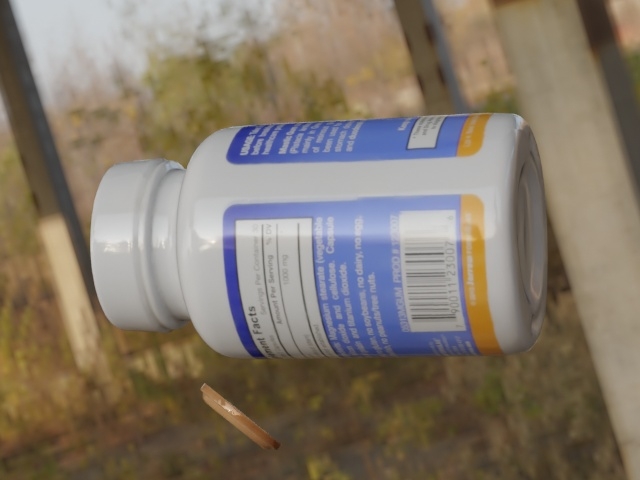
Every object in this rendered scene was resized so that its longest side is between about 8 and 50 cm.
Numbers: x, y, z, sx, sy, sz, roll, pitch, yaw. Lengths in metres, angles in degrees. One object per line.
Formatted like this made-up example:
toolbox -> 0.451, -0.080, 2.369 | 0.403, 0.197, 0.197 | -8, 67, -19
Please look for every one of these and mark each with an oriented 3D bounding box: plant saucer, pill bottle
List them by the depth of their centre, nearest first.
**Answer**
pill bottle -> 0.000, 0.000, 1.150 | 0.272, 0.152, 0.152 | -2, 7, 16
plant saucer -> -0.069, 0.151, 1.519 | 0.013, 0.083, 0.083 | -52, 7, -5
